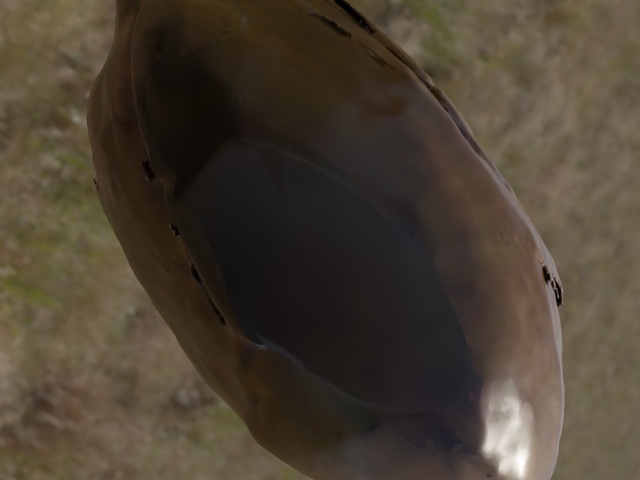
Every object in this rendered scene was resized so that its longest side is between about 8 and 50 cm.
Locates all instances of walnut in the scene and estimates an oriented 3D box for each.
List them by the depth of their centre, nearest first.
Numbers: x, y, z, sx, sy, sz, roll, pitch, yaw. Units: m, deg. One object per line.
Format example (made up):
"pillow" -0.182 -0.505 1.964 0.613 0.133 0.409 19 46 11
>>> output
"walnut" 0.000 0.000 0.663 0.137 0.245 0.137 -41 176 -3
